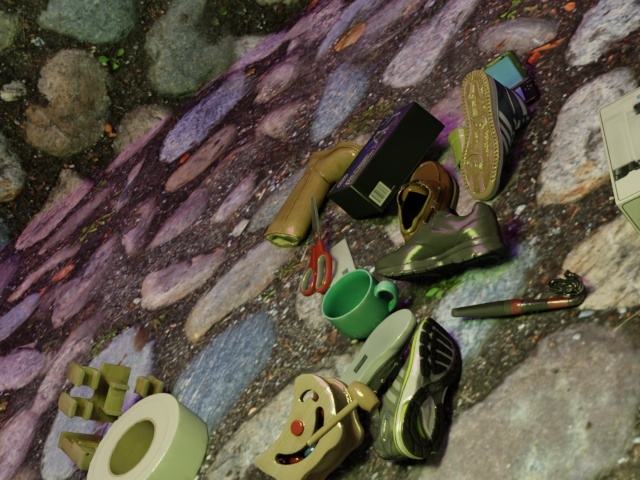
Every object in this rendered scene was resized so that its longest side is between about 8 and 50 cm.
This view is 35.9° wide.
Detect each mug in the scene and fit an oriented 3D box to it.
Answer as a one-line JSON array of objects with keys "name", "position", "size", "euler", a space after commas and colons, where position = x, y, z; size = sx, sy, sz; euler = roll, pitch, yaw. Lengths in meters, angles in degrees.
[{"name": "mug", "position": [0.089, 0.140, 2.018], "size": [0.129, 0.097, 0.158], "euler": [-52, 30, -13]}]

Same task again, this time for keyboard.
[{"name": "keyboard", "position": [0.050, 0.081, 2.237], "size": [0.072, 0.014, 0.256], "euler": [-34, 31, 11]}]

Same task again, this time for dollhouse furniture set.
[{"name": "dollhouse furniture set", "position": [-0.526, 0.410, 2.364], "size": [0.161, 0.212, 0.242], "euler": [15, 90, 57]}]

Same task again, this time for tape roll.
[{"name": "tape roll", "position": [-0.387, 0.483, 2.194], "size": [0.286, 0.100, 0.286], "euler": [-33, 32, 23]}]

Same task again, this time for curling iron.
[{"name": "curling iron", "position": [0.355, 0.110, 1.775], "size": [0.274, 0.035, 0.068], "euler": [-19, 34, 38]}]

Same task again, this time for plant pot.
[{"name": "plant pot", "position": [0.325, -0.196, 2.178], "size": [0.083, 0.083, 0.079], "euler": [-25, 47, 33]}]

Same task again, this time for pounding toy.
[{"name": "pounding toy", "position": [-0.025, 0.328, 1.788], "size": [0.269, 0.155, 0.154], "euler": [-49, 55, 15]}]

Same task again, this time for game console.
[{"name": "game console", "position": [0.406, -0.340, 2.239], "size": [0.144, 0.085, 0.124], "euler": [-34, 30, 21]}]

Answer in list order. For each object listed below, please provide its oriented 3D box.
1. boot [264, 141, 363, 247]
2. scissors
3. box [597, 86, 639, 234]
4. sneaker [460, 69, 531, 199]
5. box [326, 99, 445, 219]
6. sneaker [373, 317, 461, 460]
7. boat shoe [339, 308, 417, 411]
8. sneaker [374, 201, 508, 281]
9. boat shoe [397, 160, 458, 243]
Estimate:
[{"name": "boot", "position": [-0.004, -0.110, 2.488], "size": [0.236, 0.089, 0.269], "euler": [-12, 44, 56]}, {"name": "scissors", "position": [0.000, 0.000, 2.327], "size": [0.109, 0.021, 0.297], "euler": [-32, 42, 46]}, {"name": "box", "position": [0.601, -0.162, 1.750], "size": [0.169, 0.087, 0.290], "euler": [-28, 33, 29]}, {"name": "sneaker", "position": [0.380, -0.215, 2.120], "size": [0.099, 0.153, 0.282], "euler": [-12, 73, 42]}, {"name": "box", "position": [0.150, -0.184, 2.307], "size": [0.261, 0.103, 0.184], "euler": [-53, 9, -15]}, {"name": "sneaker", "position": [0.162, 0.263, 1.761], "size": [0.121, 0.111, 0.300], "euler": [-30, 26, 42]}, {"name": "boat shoe", "position": [0.118, 0.233, 1.863], "size": [0.228, 0.076, 0.080], "euler": [-54, 28, 7]}, {"name": "sneaker", "position": [0.234, 0.006, 1.955], "size": [0.286, 0.109, 0.130], "euler": [-17, 72, 30]}, {"name": "boat shoe", "position": [0.226, -0.089, 2.127], "size": [0.111, 0.104, 0.307], "euler": [-32, 30, 26]}]
